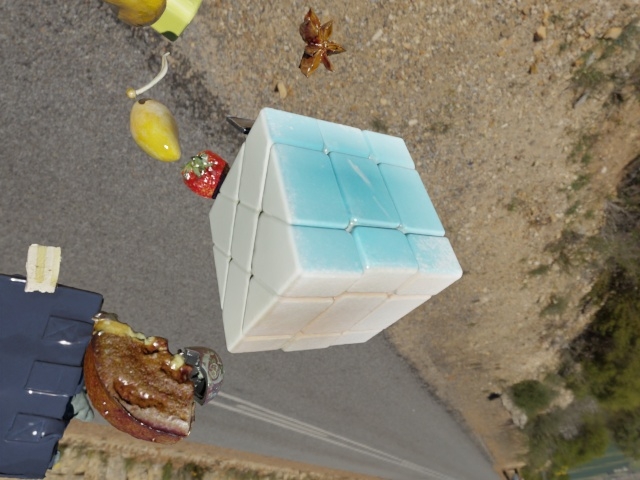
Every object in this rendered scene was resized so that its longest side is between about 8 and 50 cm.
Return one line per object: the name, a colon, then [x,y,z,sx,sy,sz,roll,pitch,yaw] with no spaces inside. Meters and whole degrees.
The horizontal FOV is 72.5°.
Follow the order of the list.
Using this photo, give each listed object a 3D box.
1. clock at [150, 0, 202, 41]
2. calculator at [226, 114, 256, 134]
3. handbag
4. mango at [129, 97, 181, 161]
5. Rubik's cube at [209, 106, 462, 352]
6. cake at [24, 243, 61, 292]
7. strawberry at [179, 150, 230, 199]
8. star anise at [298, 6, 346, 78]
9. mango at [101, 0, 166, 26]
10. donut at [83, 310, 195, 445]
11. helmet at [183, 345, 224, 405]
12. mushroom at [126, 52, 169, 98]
clock: [-0.350,-0.618,1.093,0.096,0.202,0.143,31,152,-35]
calculator: [-0.142,-0.283,1.099,0.161,0.261,0.021,4,110,-21]
handbag: [-0.533,0.237,0.785,0.269,0.325,0.118,17,158,-19]
mango: [-0.716,-0.473,1.907,0.199,0.384,0.221,-32,151,-6]
Rubik's cube: [0.000,0.000,0.811,0.316,0.321,0.319,5,145,-31]
cake: [-0.468,0.043,0.740,0.052,0.065,0.121,6,155,-34]
strawberry: [-0.319,-0.186,1.254,0.131,0.131,0.148,-15,162,15]
star anise: [-0.013,-0.640,1.414,0.111,0.212,0.196,26,150,36]
mango: [-0.312,-0.410,0.731,0.098,0.190,0.075,-28,101,6]
donut: [-0.285,0.218,0.659,0.187,0.144,0.126,27,127,-22]
helmet: [-0.344,0.394,1.309,0.107,0.177,0.153,-9,132,-47]
mushroom: [-0.657,-0.655,1.726,0.068,0.306,0.043,34,147,-11]
